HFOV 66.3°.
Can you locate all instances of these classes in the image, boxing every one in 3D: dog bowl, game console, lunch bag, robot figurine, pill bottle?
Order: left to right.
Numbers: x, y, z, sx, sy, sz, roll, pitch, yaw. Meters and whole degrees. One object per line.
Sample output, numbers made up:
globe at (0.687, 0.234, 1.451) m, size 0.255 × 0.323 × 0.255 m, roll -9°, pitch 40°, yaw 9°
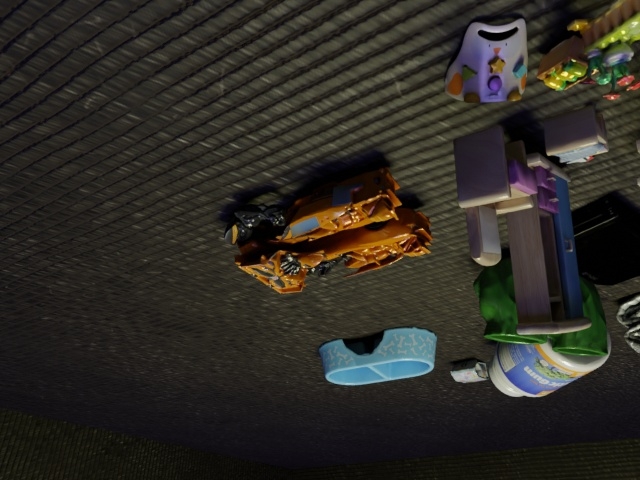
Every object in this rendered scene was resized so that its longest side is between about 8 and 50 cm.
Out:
robot figurine at (0.000, 0.000, 0.716) m, size 0.291 × 0.085 × 0.211 m, roll -20°, pitch 142°, yaw 28°
dog bowl at (0.137, 0.286, 1.183) m, size 0.297 × 0.074 × 0.166 m, roll -17°, pitch 144°, yaw 23°
lunch bag at (0.396, 0.348, 1.304) m, size 0.071 × 0.053 × 0.083 m, roll -24°, pitch 150°, yaw 36°
pill bottle at (0.467, 0.243, 1.044) m, size 0.152 × 0.152 × 0.272 m, roll 3°, pitch 147°, yaw -6°
game console at (0.522, -0.037, 0.702) m, size 0.213 × 0.044 × 0.361 m, roll 21°, pitch 141°, yaw -30°

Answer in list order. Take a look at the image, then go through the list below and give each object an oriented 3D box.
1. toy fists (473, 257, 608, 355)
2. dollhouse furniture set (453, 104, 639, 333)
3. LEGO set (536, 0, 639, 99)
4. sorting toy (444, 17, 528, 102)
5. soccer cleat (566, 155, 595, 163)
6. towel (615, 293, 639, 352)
toy fists at (0.385, 0.114, 0.853) m, size 0.279 × 0.142 × 0.096 m, roll 14°, pitch 162°, yaw -21°
dollhouse furniture set at (0.337, -0.014, 0.473) m, size 0.303 × 0.198 × 0.286 m, roll -11°, pitch 169°, yaw 39°
LEGO set at (0.298, -0.153, 0.367) m, size 0.132 × 0.107 × 0.287 m, roll -5°, pitch 175°, yaw -44°
sorting toy at (0.171, -0.179, 0.485) m, size 0.083 × 0.045 × 0.075 m, roll -3°, pitch 129°, yaw 5°
soccer cleat at (0.310, -0.120, 0.583) m, size 0.036 × 0.029 × 0.083 m, roll -14°, pitch 150°, yaw 14°
towel at (0.763, 0.159, 0.943) m, size 0.235 × 0.121 × 0.284 m, roll 25°, pitch 140°, yaw -36°
